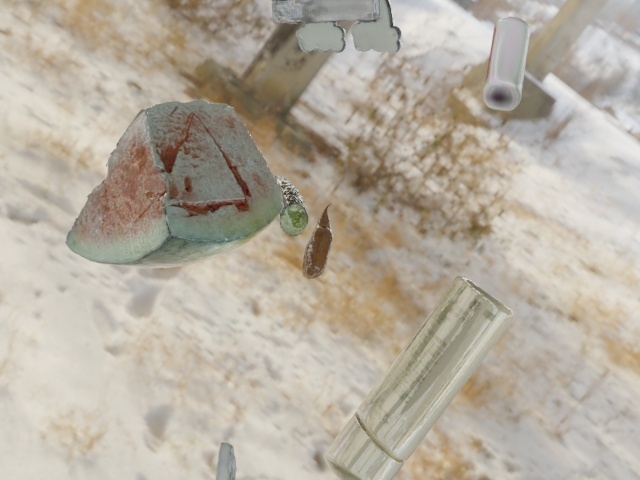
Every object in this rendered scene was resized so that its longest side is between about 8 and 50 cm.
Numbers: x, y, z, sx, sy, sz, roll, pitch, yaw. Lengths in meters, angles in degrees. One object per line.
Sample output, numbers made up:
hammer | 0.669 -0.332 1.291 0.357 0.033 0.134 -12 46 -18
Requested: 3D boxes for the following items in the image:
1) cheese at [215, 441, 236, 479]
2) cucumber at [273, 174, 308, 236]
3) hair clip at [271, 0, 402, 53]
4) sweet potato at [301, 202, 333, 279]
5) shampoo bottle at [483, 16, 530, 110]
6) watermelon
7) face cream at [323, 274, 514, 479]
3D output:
cheese | -0.089 0.308 0.879 0.070 0.163 0.249 0 30 2
cucumber | -0.061 -0.071 1.784 0.052 0.058 0.215 13 18 -16
hair clip | 0.029 -0.383 1.727 0.220 0.140 0.054 3 13 20
sweet potato | 0.000 0.000 2.038 0.056 0.056 0.195 33 48 -19
shampoo bottle | 0.212 -0.206 1.171 0.043 0.099 0.072 8 -16 10
watermelon | -0.194 -0.067 1.289 0.213 0.261 0.201 -12 93 -46
face cream | 0.135 0.213 1.475 0.081 0.348 0.173 36 2 -15
